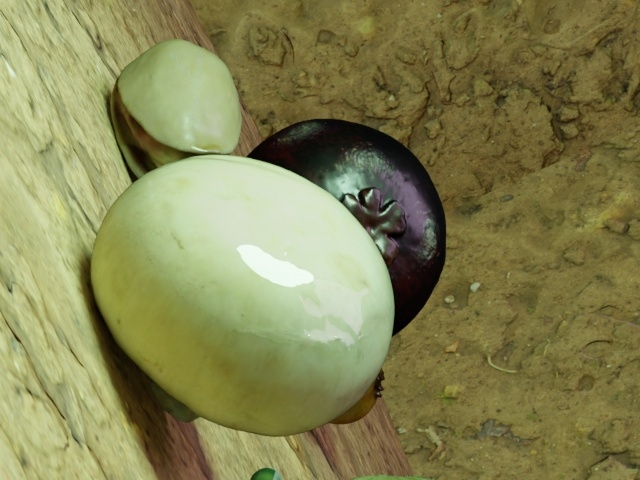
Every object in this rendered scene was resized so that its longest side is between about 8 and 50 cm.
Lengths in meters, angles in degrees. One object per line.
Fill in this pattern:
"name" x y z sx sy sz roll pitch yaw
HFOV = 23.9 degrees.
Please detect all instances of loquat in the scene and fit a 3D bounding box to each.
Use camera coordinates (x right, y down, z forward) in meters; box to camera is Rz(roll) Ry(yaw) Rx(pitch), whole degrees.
"loquat" 0.025 0.190 2.129 0.141 0.141 0.141 -24 90 -87

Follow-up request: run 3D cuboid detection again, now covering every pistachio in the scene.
"pistachio" -0.156 -0.133 1.624 0.215 0.144 0.144 -99 166 -54

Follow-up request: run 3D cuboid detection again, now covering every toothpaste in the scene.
"toothpaste" -0.056 0.242 1.372 0.204 0.031 0.049 -65 130 -82

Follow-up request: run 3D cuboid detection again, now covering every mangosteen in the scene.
"mangosteen" 0.000 0.000 1.964 0.307 0.307 0.347 66 -24 -3

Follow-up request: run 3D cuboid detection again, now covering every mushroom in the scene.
"mushroom" -0.069 0.051 1.190 0.246 0.202 0.246 26 35 -20

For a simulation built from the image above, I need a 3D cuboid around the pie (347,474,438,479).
"pie" 0.139 0.375 1.708 0.323 0.323 0.070 -109 -152 -55
